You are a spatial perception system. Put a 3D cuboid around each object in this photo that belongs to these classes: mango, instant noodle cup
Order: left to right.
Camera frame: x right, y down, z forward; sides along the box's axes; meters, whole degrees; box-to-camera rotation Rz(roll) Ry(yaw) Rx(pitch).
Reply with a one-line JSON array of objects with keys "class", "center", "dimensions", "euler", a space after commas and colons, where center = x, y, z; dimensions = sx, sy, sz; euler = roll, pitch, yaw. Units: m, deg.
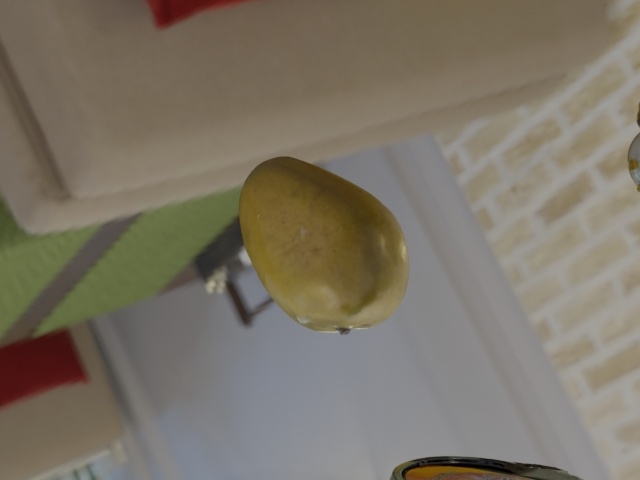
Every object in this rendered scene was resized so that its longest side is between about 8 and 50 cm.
[{"class": "mango", "center": [0.000, 0.000, 1.318], "dimensions": [0.137, 0.195, 0.098], "euler": [-49, 149, 22]}, {"class": "instant noodle cup", "center": [0.135, 0.250, 1.124], "dimensions": [0.208, 0.126, 0.177], "euler": [2, -172, -45]}]

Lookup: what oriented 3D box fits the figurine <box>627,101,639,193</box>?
[{"class": "figurine", "center": [0.343, -0.106, 1.466], "dimensions": [0.068, 0.143, 0.101], "euler": [0, 162, 6]}]
